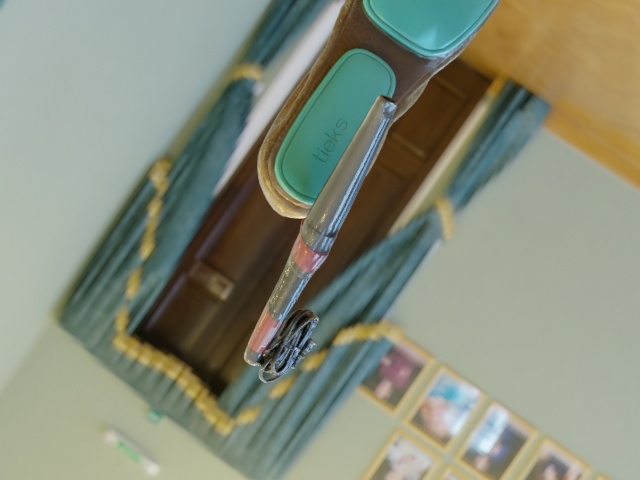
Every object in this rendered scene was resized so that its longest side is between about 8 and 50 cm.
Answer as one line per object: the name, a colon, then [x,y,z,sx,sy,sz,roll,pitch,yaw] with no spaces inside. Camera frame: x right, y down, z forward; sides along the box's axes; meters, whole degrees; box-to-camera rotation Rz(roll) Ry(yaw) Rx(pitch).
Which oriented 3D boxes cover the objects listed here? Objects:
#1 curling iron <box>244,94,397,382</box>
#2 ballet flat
curling iron: [0.000,0.000,1.184,0.035,0.274,0.068,35,-152,26]
ballet flat: [0.052,-0.163,1.276,0.116,0.342,0.124,35,170,-12]
